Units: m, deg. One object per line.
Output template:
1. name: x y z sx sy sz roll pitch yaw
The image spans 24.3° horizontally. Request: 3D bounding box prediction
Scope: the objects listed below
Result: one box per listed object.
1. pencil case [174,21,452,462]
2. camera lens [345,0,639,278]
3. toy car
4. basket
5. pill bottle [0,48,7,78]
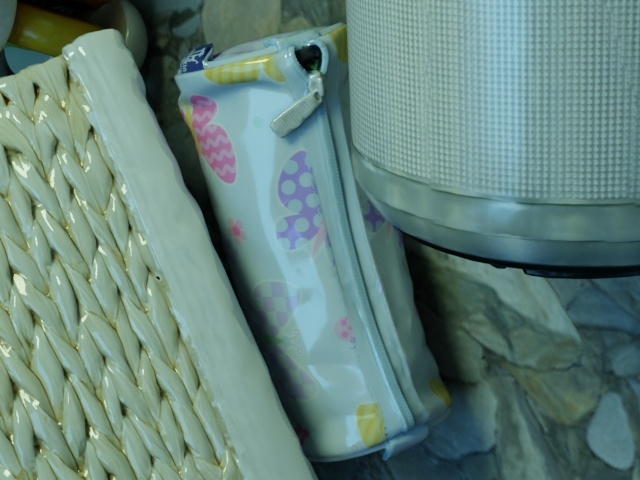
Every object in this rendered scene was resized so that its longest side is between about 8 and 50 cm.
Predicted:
1. pencil case: 0.000 0.000 0.932 0.124 0.113 0.273 -3 105 51
2. camera lens: 0.119 -0.135 0.668 0.219 0.219 0.274 17 118 41
3. toy car: -0.214 -0.186 1.059 0.182 0.159 0.136 16 96 44
4. basket: -0.204 0.089 0.997 0.331 0.266 0.328 65 163 4
5. pill bottle: -0.302 -0.062 1.220 0.117 0.117 0.215 31 127 34
